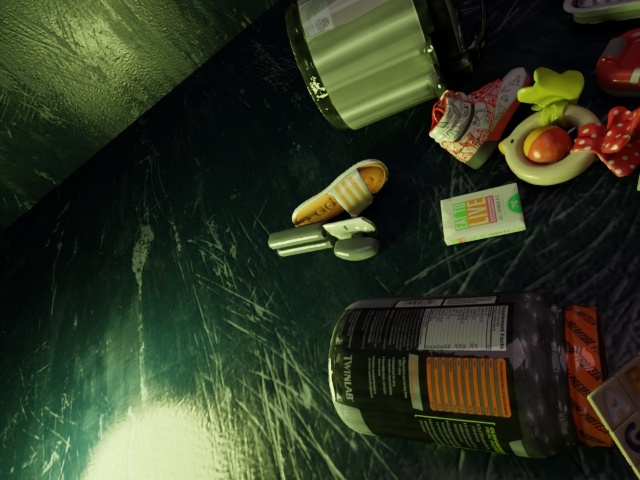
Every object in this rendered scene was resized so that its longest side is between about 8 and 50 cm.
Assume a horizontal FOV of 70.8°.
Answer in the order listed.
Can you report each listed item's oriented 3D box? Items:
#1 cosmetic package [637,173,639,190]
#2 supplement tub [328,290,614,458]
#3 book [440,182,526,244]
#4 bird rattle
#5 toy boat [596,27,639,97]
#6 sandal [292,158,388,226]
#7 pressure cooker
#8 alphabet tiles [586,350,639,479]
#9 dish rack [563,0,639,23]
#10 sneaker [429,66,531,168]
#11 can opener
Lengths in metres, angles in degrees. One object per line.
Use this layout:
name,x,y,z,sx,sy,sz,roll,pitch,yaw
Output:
cosmetic package,0.572,-0.216,0.636,0.153,0.129,0.296,10,83,24
supplement tub,0.198,0.177,0.625,0.338,0.207,0.207,-7,52,33
book,0.309,-0.048,0.865,0.144,0.035,0.096,-14,53,27
bird rattle,0.455,-0.184,0.833,0.207,0.143,0.254,-41,53,19
toy boat,0.614,-0.346,0.787,0.231,0.151,0.151,21,71,46
sandal,0.050,-0.082,1.048,0.265,0.102,0.076,-33,43,23
pressure cooker,0.174,-0.490,1.070,0.420,0.370,0.375,-19,26,21
alphabet tiles,0.421,0.186,0.480,0.237,0.198,0.009,-30,-6,-16
dish rack,0.719,-0.595,0.977,0.285,0.072,0.333,12,64,42
sneaker,0.334,-0.295,0.954,0.270,0.145,0.090,-59,3,-15
can opener,0.000,0.000,1.026,0.280,0.074,0.093,-7,53,34
